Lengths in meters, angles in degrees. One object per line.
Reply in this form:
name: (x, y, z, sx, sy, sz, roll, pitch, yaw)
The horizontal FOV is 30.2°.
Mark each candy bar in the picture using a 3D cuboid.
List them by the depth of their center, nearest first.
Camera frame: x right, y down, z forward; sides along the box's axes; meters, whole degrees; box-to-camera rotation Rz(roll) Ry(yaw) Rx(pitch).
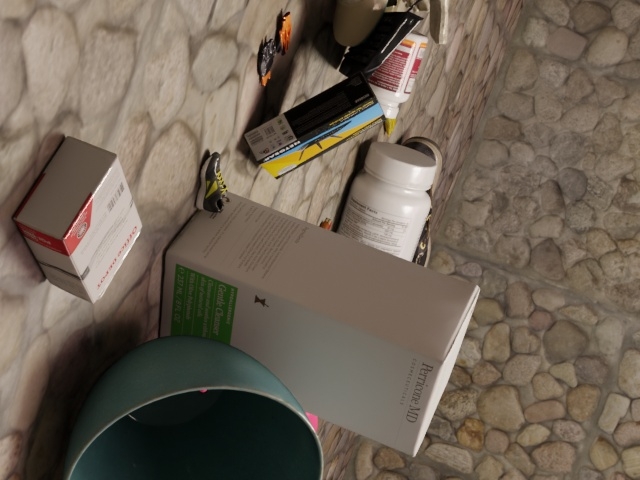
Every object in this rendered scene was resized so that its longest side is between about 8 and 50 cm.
candy bar: (0.136, -0.249, 2.339, 0.161, 0.018, 0.040, 67, 42, -72)

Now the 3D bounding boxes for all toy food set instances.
toy food set: (0.000, 0.000, 2.173, 0.122, 0.019, 0.077, -54, 161, -49)

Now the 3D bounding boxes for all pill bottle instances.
pill bottle: (0.124, -0.294, 2.055, 0.086, 0.086, 0.152, -30, 140, -71)
pill bottle: (0.120, -0.037, 2.293, 0.160, 0.160, 0.283, -36, 146, -68)

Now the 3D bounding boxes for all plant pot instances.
plant pot: (-0.161, 0.223, 1.382, 0.195, 0.290, 0.290, -116, -145, -54)

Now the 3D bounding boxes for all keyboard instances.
keyboard: (0.102, -0.317, 1.724, 0.201, 0.033, 0.317, -47, -169, 4)

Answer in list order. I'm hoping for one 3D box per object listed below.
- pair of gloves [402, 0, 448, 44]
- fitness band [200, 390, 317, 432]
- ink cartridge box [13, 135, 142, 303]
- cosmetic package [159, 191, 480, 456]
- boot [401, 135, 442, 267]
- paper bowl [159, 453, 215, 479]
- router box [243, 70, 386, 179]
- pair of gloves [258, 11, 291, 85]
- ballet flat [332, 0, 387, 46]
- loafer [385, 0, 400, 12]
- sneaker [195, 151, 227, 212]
pair of gloves: (0.162, -0.433, 1.850, 0.240, 0.042, 0.204, -104, -168, -58)
fitness band: (-0.101, 0.239, 1.700, 0.054, 0.209, 0.290, -33, 156, -34)
ink cartridge box: (-0.224, -0.017, 1.109, 0.135, 0.056, 0.099, 86, 28, -62)
cosmetic package: (-0.006, 0.100, 1.509, 0.155, 0.366, 0.196, -56, 162, -46)
boot: (0.158, -0.018, 2.540, 0.284, 0.138, 0.377, -42, 147, -66)
paper bowl: (-0.205, 0.357, 1.602, 0.284, 0.148, 0.284, 22, 90, -78)
router box: (-0.004, -0.153, 1.606, 0.179, 0.046, 0.133, -28, 169, 6)
pair of gloves: (-0.059, -0.248, 1.530, 0.083, 0.010, 0.074, -58, 166, -29)
ballet flat: (0.071, -0.398, 1.711, 0.086, 0.086, 0.248, 80, 32, -67)
loafer: (0.095, -0.360, 1.904, 0.050, 0.056, 0.148, 47, 56, -76)
sneaker: (-0.129, -0.071, 1.468, 0.031, 0.035, 0.083, -52, 160, -54)
